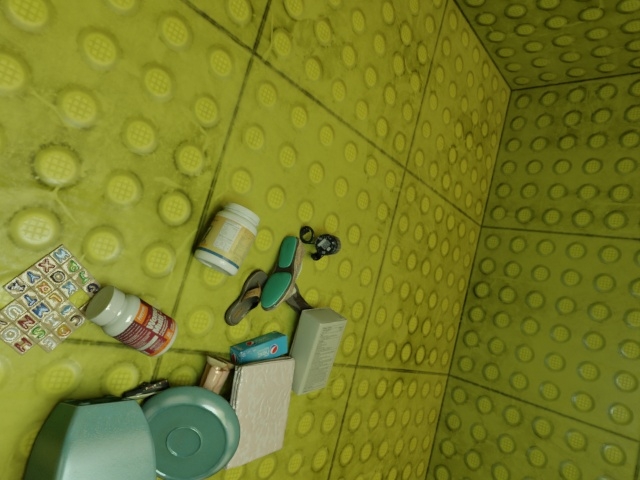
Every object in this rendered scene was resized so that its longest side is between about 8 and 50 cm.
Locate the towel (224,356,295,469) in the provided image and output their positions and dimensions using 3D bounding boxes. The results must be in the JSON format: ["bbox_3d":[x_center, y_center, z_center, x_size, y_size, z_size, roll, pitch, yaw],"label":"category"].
[{"bbox_3d":[-0.207,0.579,1.451,0.317,0.053,0.332,18,79,-57],"label":"towel"}]

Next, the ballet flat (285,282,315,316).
[{"bbox_3d":[-0.099,0.230,1.629,0.250,0.058,0.084,52,57,-32],"label":"ballet flat"}]

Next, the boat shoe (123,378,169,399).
[{"bbox_3d":[-0.513,0.441,1.239,0.133,0.049,0.042,-2,65,-37],"label":"boat shoe"}]

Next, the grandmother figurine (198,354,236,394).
[{"bbox_3d":[-0.385,0.547,1.347,0.208,0.104,0.342,44,67,-56],"label":"grandmother figurine"}]

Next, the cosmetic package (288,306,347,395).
[{"bbox_3d":[-0.025,0.427,1.635,0.160,0.113,0.309,4,107,-47],"label":"cosmetic package"}]

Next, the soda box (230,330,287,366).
[{"bbox_3d":[-0.219,0.393,1.513,0.210,0.067,0.071,-9,103,-44],"label":"soda box"}]

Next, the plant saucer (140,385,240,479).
[{"bbox_3d":[-0.398,0.584,1.240,0.318,0.044,0.317,-1,100,-7],"label":"plant saucer"}]

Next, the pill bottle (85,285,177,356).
[{"bbox_3d":[-0.509,0.221,1.146,0.221,0.121,0.121,50,62,-41],"label":"pill bottle"}]

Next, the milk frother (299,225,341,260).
[{"bbox_3d":[0.000,0.000,1.667,0.143,0.129,0.135,65,8,6],"label":"milk frother"}]

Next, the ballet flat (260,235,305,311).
[{"bbox_3d":[-0.118,0.132,1.519,0.106,0.107,0.316,56,44,-45],"label":"ballet flat"}]

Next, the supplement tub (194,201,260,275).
[{"bbox_3d":[-0.289,-0.004,1.326,0.144,0.144,0.199,41,67,-41],"label":"supplement tub"}]

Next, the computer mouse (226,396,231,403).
[{"bbox_3d":[-0.307,0.554,1.370,0.242,0.041,0.071,66,45,-71],"label":"computer mouse"}]

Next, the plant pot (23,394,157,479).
[{"bbox_3d":[-0.570,0.531,1.059,0.247,0.248,0.252,14,70,-46],"label":"plant pot"}]

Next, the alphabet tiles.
[{"bbox_3d":[-0.678,0.159,1.048,0.237,0.009,0.198,-48,127,-31],"label":"alphabet tiles"}]

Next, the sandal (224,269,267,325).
[{"bbox_3d":[-0.247,0.203,1.461,0.219,0.060,0.090,-54,130,-26],"label":"sandal"}]
